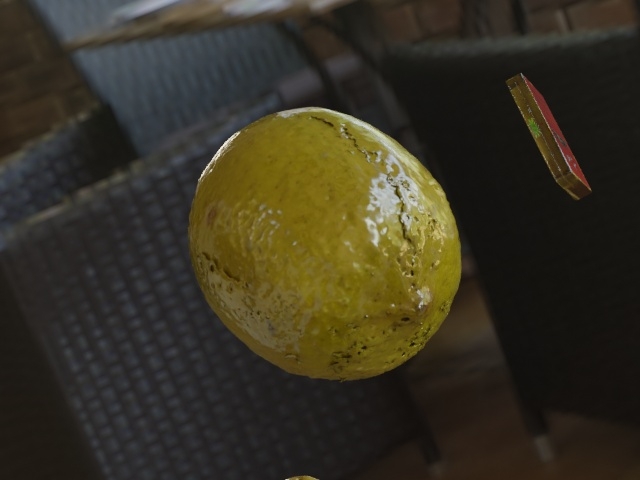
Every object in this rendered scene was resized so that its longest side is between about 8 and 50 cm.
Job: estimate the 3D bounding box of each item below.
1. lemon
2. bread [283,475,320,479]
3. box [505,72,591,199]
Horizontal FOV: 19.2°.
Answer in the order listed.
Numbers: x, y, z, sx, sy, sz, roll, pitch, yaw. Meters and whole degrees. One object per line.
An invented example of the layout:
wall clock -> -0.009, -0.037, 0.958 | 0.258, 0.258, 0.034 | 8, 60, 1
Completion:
lemon -> 0.000, 0.000, 1.875 | 0.258, 0.258, 0.310 | -28, 53, -25
bread -> 0.009, 0.367, 1.701 | 0.142, 0.305, 0.091 | 0, -6, 35
box -> 0.249, -0.113, 2.073 | 0.023, 0.133, 0.090 | -30, -24, 15
